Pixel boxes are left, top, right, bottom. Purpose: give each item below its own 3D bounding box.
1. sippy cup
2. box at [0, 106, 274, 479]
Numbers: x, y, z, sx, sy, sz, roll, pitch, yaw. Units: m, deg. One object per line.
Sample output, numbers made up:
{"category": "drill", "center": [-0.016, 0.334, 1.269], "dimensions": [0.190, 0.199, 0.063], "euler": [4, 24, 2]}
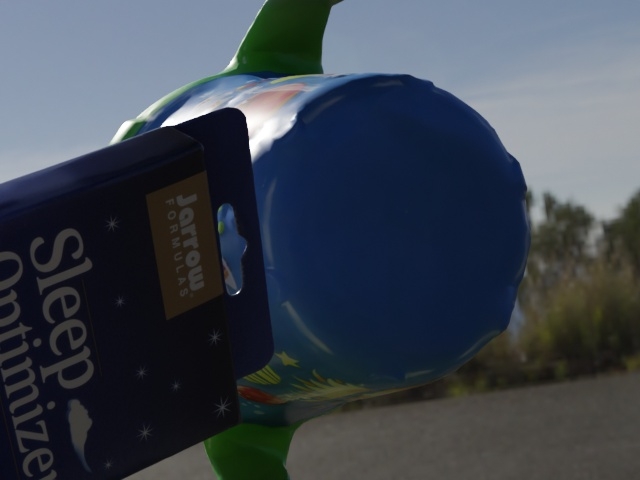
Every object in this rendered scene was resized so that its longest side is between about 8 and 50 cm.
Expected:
{"category": "sippy cup", "center": [0.000, 0.000, 0.837], "dimensions": [0.240, 0.305, 0.224], "euler": [-31, 10, -22]}
{"category": "box", "center": [-0.108, 0.041, 0.569], "dimensions": [0.225, 0.136, 0.036], "euler": [-24, 32, -30]}
